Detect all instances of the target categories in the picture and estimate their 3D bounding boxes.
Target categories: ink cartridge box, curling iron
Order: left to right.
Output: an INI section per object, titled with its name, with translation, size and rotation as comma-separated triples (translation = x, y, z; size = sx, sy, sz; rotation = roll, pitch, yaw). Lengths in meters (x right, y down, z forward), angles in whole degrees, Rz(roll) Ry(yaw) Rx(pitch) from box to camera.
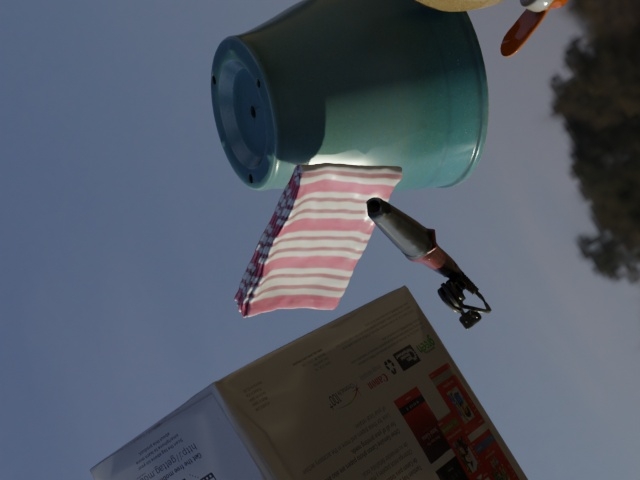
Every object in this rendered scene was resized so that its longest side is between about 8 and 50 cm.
[ink cartridge box]
translation = 0.027, 0.205, 1.152
size = 0.272, 0.130, 0.309
rotation = 58, -152, 6
[curling iron]
translation = 0.095, 0.013, 1.400
size = 0.068, 0.035, 0.274
rotation = 54, -176, 29

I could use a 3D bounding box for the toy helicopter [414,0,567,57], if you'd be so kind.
[toy helicopter]
translation = 0.238, -0.326, 1.698
size = 0.235, 0.355, 0.140
rotation = 46, -139, -38

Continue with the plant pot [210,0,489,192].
[plant pot]
translation = 0.019, -0.169, 1.884
size = 0.271, 0.255, 0.272
rotation = 42, 140, 51

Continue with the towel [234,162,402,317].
[towel]
translation = 0.000, 0.000, 1.714
size = 0.144, 0.197, 0.029
rotation = -3, -139, -40
